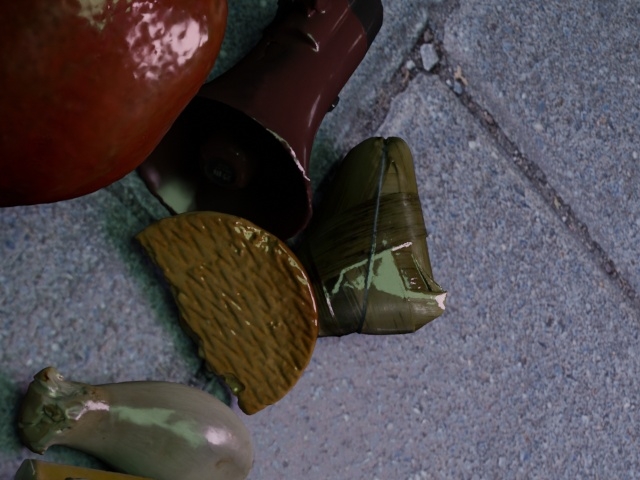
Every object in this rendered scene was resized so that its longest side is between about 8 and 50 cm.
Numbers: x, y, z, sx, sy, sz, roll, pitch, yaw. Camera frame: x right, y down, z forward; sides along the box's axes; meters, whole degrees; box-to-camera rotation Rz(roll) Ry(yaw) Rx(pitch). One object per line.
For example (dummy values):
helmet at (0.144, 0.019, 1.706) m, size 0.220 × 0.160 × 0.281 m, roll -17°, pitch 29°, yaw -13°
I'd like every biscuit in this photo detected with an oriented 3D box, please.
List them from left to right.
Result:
biscuit at (-0.080, 0.057, 1.294) m, size 0.224 × 0.144 × 0.033 m, roll 58°, pitch 11°, yaw -14°

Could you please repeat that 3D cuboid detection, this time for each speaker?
speaker at (-0.053, -0.195, 1.326) m, size 0.259 × 0.198 × 0.329 m, roll 61°, pitch 43°, yaw -38°

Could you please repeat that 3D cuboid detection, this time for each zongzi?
zongzi at (0.000, 0.000, 1.396) m, size 0.242 × 0.112 × 0.221 m, roll -4°, pitch 71°, yaw -13°

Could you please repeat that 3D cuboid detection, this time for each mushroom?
mushroom at (-0.170, 0.179, 1.215) m, size 0.225 × 0.093 × 0.116 m, roll 30°, pitch 85°, yaw -35°

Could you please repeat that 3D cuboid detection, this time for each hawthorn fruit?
hawthorn fruit at (-0.232, -0.182, 1.123) m, size 0.295 × 0.295 × 0.311 m, roll 31°, pitch 59°, yaw -29°

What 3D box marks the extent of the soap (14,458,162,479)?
soap at (-0.134, 0.366, 1.142) m, size 0.335 × 0.156 × 0.293 m, roll 17°, pitch 86°, yaw -34°
